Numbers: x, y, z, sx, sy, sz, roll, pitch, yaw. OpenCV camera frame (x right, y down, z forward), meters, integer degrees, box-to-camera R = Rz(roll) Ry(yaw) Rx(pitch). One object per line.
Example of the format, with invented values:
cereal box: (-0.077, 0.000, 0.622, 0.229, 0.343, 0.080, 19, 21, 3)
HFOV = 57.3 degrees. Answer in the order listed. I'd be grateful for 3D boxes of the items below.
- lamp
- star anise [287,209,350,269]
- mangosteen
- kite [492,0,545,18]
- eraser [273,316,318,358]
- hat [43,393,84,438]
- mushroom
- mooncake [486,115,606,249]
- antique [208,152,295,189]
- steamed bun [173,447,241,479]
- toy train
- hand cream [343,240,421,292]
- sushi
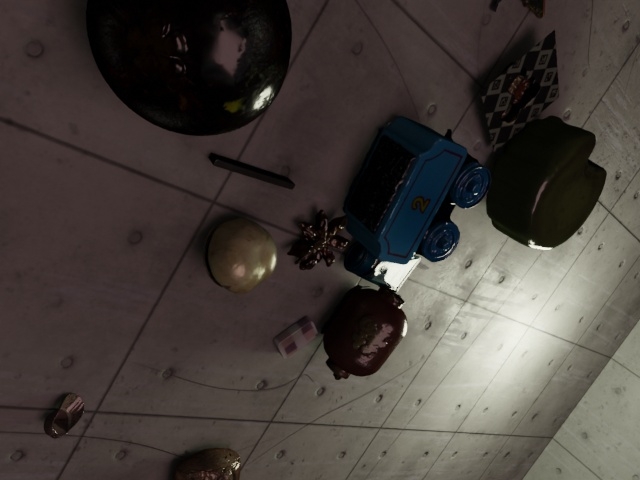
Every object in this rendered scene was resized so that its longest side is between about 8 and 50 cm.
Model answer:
lamp: (0.102, 0.226, 1.446, 0.258, 0.180, 0.180, -53, 137, 6)
star anise: (0.000, 0.001, 1.284, 0.167, 0.057, 0.168, -25, 134, -29)
mangosteen: (-0.170, -0.285, 0.811, 0.287, 0.288, 0.288, -21, 130, -27)
kite: (0.432, -0.599, 1.253, 0.321, 0.016, 0.234, 11, 109, -44)
eraser: (-0.059, 0.235, 1.417, 0.105, 0.026, 0.065, -34, 132, -15)
hat: (-0.499, 0.337, 1.128, 0.058, 0.042, 0.087, 53, 47, -49)
mushroom: (-0.158, 0.032, 1.138, 0.154, 0.122, 0.154, 15, 70, -48)
mooncake: (0.601, -0.147, 1.577, 0.351, 0.187, 0.352, -24, 131, -30)
antique: (-0.126, -0.130, 1.108, 0.192, 0.031, 0.015, 14, 116, -44)
steamed bun: (-0.274, 0.585, 1.426, 0.175, 0.106, 0.145, -1, 119, -36)
toy train: (0.210, -0.107, 1.292, 0.265, 0.188, 0.300, 11, 112, -38)
hand cream: (0.161, 0.065, 1.462, 0.270, 0.061, 0.120, 22, 105, -50)
sushi: (0.475, -0.365, 1.425, 0.231, 0.047, 0.220, -40, 141, -4)
